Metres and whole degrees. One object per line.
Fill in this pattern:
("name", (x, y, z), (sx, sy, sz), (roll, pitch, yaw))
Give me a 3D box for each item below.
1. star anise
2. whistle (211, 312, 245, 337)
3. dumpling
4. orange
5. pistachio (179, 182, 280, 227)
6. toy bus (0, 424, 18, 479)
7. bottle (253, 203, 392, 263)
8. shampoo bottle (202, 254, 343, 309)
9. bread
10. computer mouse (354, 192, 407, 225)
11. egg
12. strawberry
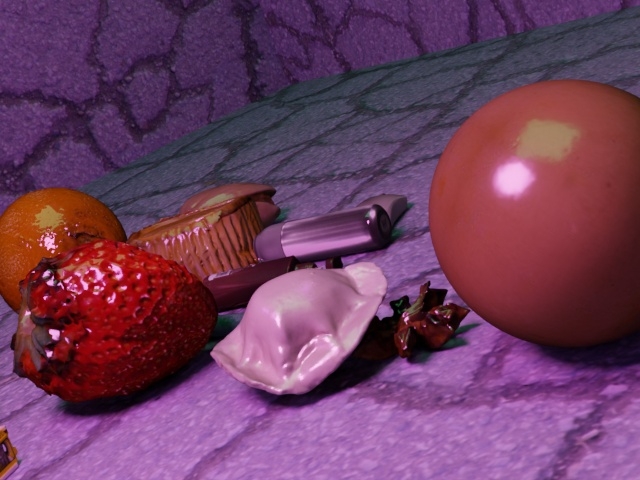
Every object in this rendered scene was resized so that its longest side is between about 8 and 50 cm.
("star anise", (0.112, 0.113, 1.370), (0.168, 0.057, 0.168), (-24, 22, 10))
("whistle", (-0.152, 0.134, 1.658), (0.186, 0.039, 0.039), (-7, 20, 37))
("dumpling", (-0.014, 0.118, 1.371), (0.252, 0.131, 0.179), (-26, 27, -9))
("orange", (-0.492, 0.030, 2.005), (0.274, 0.274, 0.274), (-18, 15, 5))
("pistachio", (-0.193, -0.053, 2.212), (0.226, 0.136, 0.136), (-16, 14, -11))
("toy bus", (-0.528, 0.308, 1.451), (0.226, 0.074, 0.081), (-14, 15, 22))
("bottle", (0.000, 0.000, 1.871), (0.254, 0.079, 0.096), (-10, 56, 28))
("shampoo bottle", (-0.079, 0.066, 1.754), (0.236, 0.067, 0.068), (-12, 36, 23))
("bread", (-0.229, 0.014, 1.982), (0.253, 0.142, 0.227), (-18, 16, 18))
("computer mouse", (0.106, -0.055, 1.965), (0.089, 0.056, 0.182), (-6, 19, 27))
("egg", (0.274, -0.033, 1.207), (0.301, 0.301, 0.374), (-19, 7, 5))
("strawberry", (-0.294, 0.119, 1.549), (0.288, 0.238, 0.250), (5, 9, -27))
